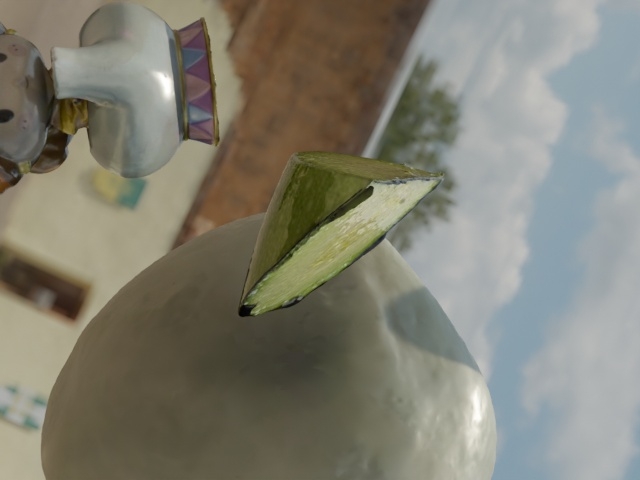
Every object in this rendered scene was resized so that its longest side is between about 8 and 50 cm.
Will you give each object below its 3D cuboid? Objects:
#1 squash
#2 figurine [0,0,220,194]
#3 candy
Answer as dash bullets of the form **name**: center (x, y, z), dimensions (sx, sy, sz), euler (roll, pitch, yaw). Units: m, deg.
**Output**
- **squash**: center (-0.012, -0.021, 1.565), dimensions (0.184, 0.085, 0.192), euler (-40, 167, 18)
- **figurine**: center (-0.212, -0.106, 1.464), dimensions (0.189, 0.263, 0.142), euler (103, -21, -75)
- **candy**: center (-0.059, 0.165, 1.846), dimensions (0.186, 0.427, 0.386), euler (80, -11, -71)
